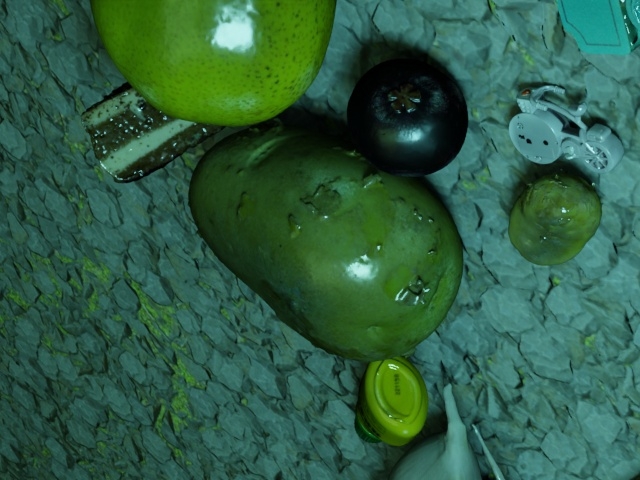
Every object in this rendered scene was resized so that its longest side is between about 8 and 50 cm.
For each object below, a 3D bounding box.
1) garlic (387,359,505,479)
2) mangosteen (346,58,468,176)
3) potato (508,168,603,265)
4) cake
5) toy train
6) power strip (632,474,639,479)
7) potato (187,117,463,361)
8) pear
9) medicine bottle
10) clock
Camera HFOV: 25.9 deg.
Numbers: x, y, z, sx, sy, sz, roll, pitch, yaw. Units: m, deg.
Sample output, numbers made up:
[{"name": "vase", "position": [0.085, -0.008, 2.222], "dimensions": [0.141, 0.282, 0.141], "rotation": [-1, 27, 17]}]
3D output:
[{"name": "garlic", "position": [0.193, 0.374, 1.857], "dimensions": [0.231, 0.246, 0.340], "rotation": [14, 132, -6]}, {"name": "mangosteen", "position": [0.099, -0.129, 1.546], "dimensions": [0.137, 0.137, 0.151], "rotation": [33, 173, 19]}, {"name": "potato", "position": [0.255, -0.026, 1.514], "dimensions": [0.091, 0.070, 0.138], "rotation": [29, 153, 2]}, {"name": "cake", "position": [-0.189, -0.165, 1.695], "dimensions": [0.112, 0.246, 0.135], "rotation": [61, 159, -18]}, {"name": "toy train", "position": [0.282, -0.262, 1.262], "dimensions": [0.154, 0.107, 0.198], "rotation": [11, 130, 48]}, {"name": "power strip", "position": [0.363, 0.352, 1.744], "dimensions": [0.044, 0.064, 0.305], "rotation": [41, 142, 4]}, {"name": "potato", "position": [-0.005, -0.014, 1.655], "dimensions": [0.359, 0.219, 0.270], "rotation": [34, 152, 21]}, {"name": "pear", "position": [-0.114, -0.260, 1.507], "dimensions": [0.294, 0.294, 0.294], "rotation": [25, 137, 26]}, {"name": "medicine bottle", "position": [0.085, 0.219, 1.814], "dimensions": [0.309, 0.076, 0.111], "rotation": [100, 155, -74]}, {"name": "clock", "position": [0.256, -0.114, 1.462], "dimensions": [0.129, 0.041, 0.087], "rotation": [22, 139, 36]}]
